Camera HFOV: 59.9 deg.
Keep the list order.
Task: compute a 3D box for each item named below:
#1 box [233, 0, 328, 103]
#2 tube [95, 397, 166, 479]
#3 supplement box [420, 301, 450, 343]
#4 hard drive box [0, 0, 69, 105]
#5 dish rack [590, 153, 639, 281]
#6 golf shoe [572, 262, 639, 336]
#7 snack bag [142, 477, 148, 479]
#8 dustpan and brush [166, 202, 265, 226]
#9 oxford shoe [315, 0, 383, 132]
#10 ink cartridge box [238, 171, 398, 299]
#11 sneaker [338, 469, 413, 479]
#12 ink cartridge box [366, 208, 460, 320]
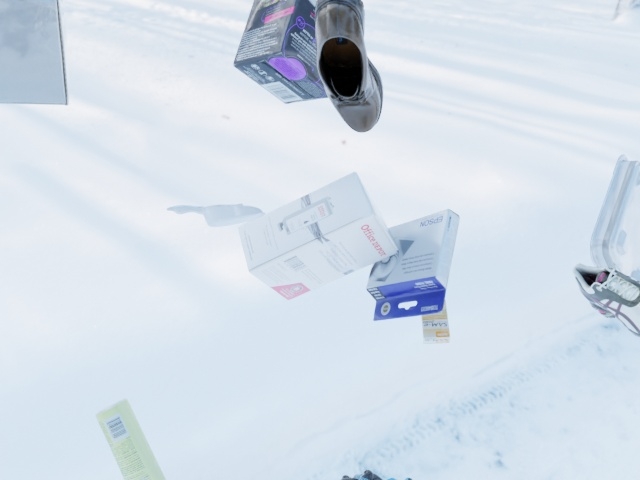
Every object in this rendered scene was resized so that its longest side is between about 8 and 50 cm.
[{"bbox_3d":[-0.039,-0.437,1.116,0.143,0.270,0.165,5,-16,42],"label":"box"},{"bbox_3d":[-0.332,0.409,1.011,0.062,0.240,0.070,-25,-3,-30],"label":"tube"},{"bbox_3d":[0.268,0.191,1.305,0.062,0.036,0.098,-4,54,7],"label":"supplement box"},{"bbox_3d":[-0.342,-0.179,0.470,0.232,0.089,0.181,-4,27,-21],"label":"hard drive box"},{"bbox_3d":[0.839,-0.034,1.506,0.072,0.285,0.333,9,63,45],"label":"dish rack"},{"bbox_3d":[0.637,0.121,1.165,0.120,0.105,0.273,40,-2,-14],"label":"golf shoe"},{"bbox_3d":[-0.248,0.476,0.589,0.037,0.323,0.342,18,43,-9],"label":"snack bag"},{"bbox_3d":[-0.253,-0.065,1.314,0.211,0.060,0.147,-10,-4,-23],"label":"dustpan and brush"},{"bbox_3d":[0.034,-0.210,0.742,0.083,0.227,0.096,-5,61,16],"label":"oxford shoe"},{"bbox_3d":[0.000,0.000,1.197,0.283,0.207,0.117,-25,59,11],"label":"ink cartridge box"},{"bbox_3d":[0.024,0.395,0.778,0.341,0.125,0.139,28,55,-43],"label":"sneaker"},{"bbox_3d":[0.194,0.058,1.218,0.045,0.223,0.224,29,63,-27],"label":"ink cartridge box"}]
